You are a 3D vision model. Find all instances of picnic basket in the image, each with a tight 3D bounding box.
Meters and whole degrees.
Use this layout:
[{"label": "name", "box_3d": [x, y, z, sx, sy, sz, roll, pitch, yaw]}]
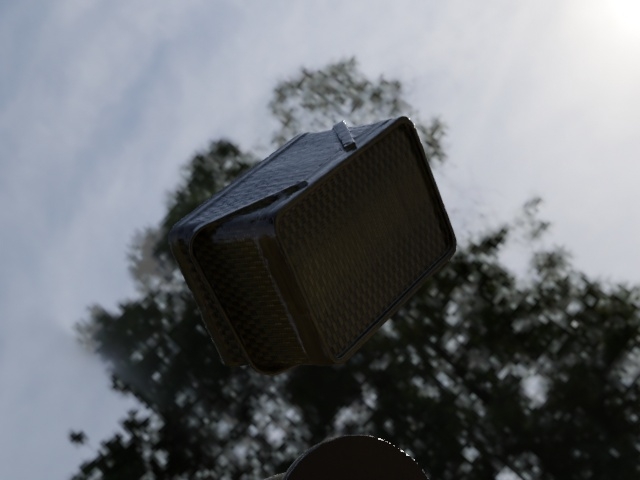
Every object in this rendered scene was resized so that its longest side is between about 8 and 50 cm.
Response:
[{"label": "picnic basket", "box_3d": [0.000, 0.000, 1.304, 0.266, 0.139, 0.165, -40, -65, -44]}]

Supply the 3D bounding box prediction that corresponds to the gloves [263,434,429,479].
[{"label": "gloves", "box_3d": [-0.029, 0.217, 1.016, 0.116, 0.133, 0.294, -58, 11, -23]}]
